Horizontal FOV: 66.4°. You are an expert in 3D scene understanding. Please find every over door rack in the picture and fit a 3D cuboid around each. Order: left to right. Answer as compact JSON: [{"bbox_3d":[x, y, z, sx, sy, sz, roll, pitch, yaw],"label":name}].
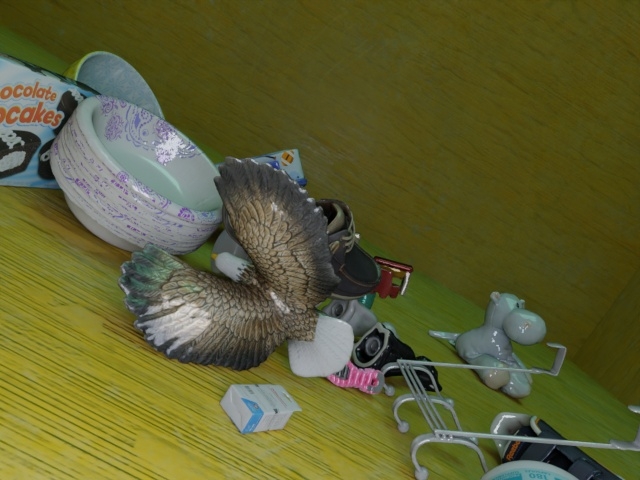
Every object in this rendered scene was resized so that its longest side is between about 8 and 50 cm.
[{"bbox_3d":[0.270,0.260,0.738,0.324,0.108,0.239,-5,12,-3],"label":"over door rack"}]

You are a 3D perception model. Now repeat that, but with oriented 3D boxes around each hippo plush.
[{"bbox_3d":[0.527,0.277,1.400,0.234,0.237,0.294,25,11,-34],"label":"hippo plush"}]

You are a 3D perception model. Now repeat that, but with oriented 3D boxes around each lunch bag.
[{"bbox_3d":[-0.192,-0.131,1.145,0.303,0.115,0.243,-16,5,-16],"label":"lunch bag"}]

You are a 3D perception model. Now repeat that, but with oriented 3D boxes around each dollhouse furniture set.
[{"bbox_3d":[0.045,0.021,1.173,0.374,0.152,0.201,15,7,6],"label":"dollhouse furniture set"}]

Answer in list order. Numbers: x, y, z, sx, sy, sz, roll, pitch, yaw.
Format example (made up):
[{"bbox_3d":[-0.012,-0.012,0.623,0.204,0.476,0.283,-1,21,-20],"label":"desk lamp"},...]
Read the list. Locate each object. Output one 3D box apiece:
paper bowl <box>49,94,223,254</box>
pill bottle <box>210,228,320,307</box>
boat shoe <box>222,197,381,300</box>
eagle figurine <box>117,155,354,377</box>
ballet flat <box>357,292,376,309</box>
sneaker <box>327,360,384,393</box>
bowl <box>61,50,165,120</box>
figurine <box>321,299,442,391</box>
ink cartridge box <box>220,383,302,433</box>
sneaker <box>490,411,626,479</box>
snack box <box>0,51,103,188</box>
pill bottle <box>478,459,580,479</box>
[{"bbox_3d":[-0.300,-0.091,0.815,0.284,0.148,0.284,40,19,-16],"label":"paper bowl"},{"bbox_3d":[-0.093,0.053,0.932,0.216,0.121,0.121,26,10,-35],"label":"pill bottle"},{"bbox_3d":[0.000,0.000,0.855,0.355,0.130,0.132,28,40,-37],"label":"boat shoe"},{"bbox_3d":[-0.084,0.059,0.657,0.225,0.226,0.298,-3,-20,15],"label":"eagle figurine"},{"bbox_3d":[0.077,0.103,1.350,0.083,0.087,0.247,24,11,-38],"label":"ballet flat"},{"bbox_3d":[0.043,0.213,0.786,0.119,0.047,0.057,29,-13,-21],"label":"sneaker"},{"bbox_3d":[-0.469,-0.231,1.036,0.156,0.290,0.289,-12,-4,16],"label":"bowl"},{"bbox_3d":[0.125,0.207,0.975,0.209,0.092,0.215,35,4,-35],"label":"figurine"},{"bbox_3d":[-0.066,0.189,0.554,0.048,0.028,0.083,38,11,39],"label":"ink cartridge box"},{"bbox_3d":[0.353,0.359,0.727,0.127,0.126,0.321,35,-3,-4],"label":"sneaker"},{"bbox_3d":[-0.467,-0.174,0.712,0.060,0.187,0.322,32,9,7],"label":"snack box"},{"bbox_3d":[0.190,0.301,0.399,0.146,0.146,0.264,33,8,15],"label":"pill bottle"}]
